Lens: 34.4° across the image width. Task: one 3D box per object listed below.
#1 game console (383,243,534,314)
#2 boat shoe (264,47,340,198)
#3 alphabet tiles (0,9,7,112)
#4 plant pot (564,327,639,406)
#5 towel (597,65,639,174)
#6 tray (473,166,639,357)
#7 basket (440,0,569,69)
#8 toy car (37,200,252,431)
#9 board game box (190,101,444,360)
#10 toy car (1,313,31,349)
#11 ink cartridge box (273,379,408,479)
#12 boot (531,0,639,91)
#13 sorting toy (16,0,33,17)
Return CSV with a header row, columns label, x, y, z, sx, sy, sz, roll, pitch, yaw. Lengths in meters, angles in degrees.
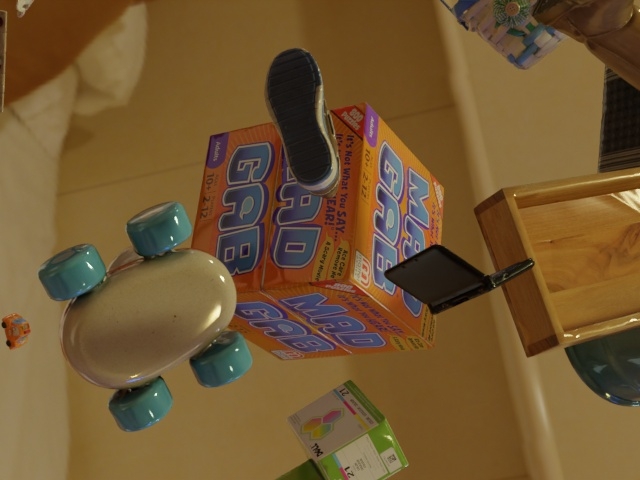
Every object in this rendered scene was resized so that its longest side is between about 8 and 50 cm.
label,x,y,z,sx,sy,sz,roll,pitch,yaw
game console,0.149,0.031,1.115,0.071,0.107,0.122,63,-30,3
boat shoe,-0.018,-0.126,1.140,0.066,0.066,0.183,57,22,-62
alphabet tiles,-0.695,-0.358,1.917,0.009,0.237,0.198,-62,166,-60
plant pot,0.657,0.123,1.809,0.334,0.341,0.341,-14,-93,61
towel,0.569,-0.204,1.613,0.324,0.056,0.312,-7,-105,59
tray,0.411,0.012,1.372,0.076,0.411,0.202,-38,-115,55
basket,0.313,-0.441,1.664,0.289,0.255,0.201,51,19,10
toy car,-0.226,0.074,1.268,0.219,0.210,0.238,66,-14,-18
board game box,0.000,0.000,2.008,0.356,0.356,0.356,39,50,-50
toy car,-0.512,0.145,1.657,0.122,0.041,0.060,9,77,-61
ink cartridge box,-0.013,0.358,1.679,0.097,0.255,0.189,64,-10,-18
boot,0.426,-0.255,1.290,0.089,0.269,0.236,-59,-168,-6
sorting toy,-0.389,-0.337,1.381,0.075,0.045,0.083,-66,-166,-6
